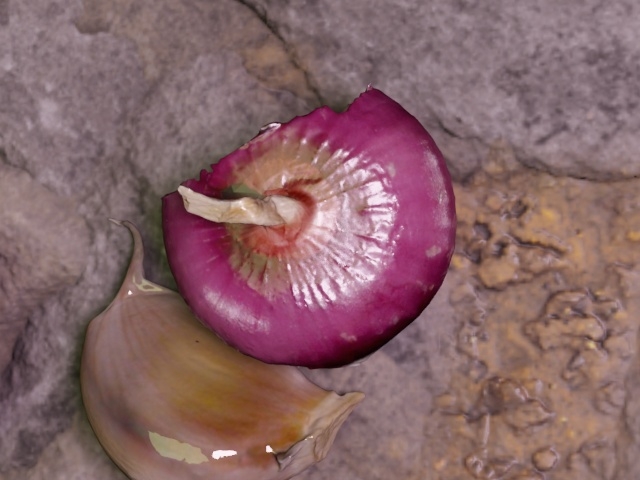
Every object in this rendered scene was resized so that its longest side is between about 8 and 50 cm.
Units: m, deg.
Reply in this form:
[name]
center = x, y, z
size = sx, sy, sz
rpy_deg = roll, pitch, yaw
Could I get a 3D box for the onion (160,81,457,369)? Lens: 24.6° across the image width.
[onion]
center = 0.000, 0.000, 1.066
size = 0.207, 0.200, 0.201
rpy_deg = -32, 73, -20

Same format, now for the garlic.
[garlic]
center = -0.122, 0.106, 1.134
size = 0.266, 0.148, 0.128
rpy_deg = 42, 134, 13
